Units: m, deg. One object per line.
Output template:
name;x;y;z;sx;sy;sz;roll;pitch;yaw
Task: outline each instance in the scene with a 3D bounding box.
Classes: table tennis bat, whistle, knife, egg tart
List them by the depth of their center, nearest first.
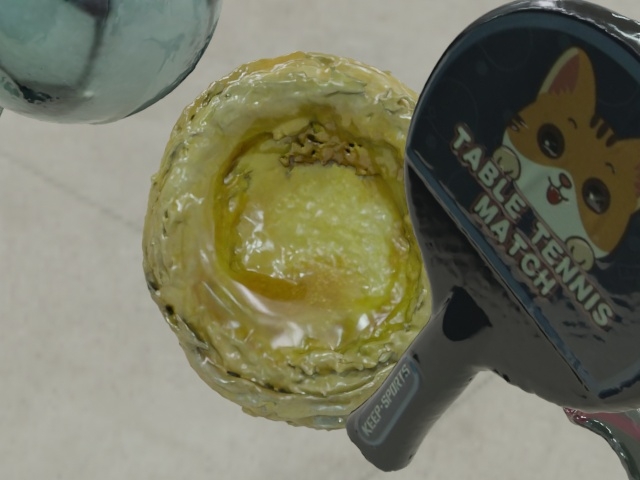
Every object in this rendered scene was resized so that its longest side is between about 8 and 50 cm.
table tennis bat;0.072;0.012;0.687;0.027;0.236;0.150;-19;64;-41
knife;0.140;0.087;0.906;0.035;0.018;0.247;-19;44;-10
whistle;-0.137;-0.111;0.927;0.164;0.289;0.163;17;45;-18
egg tart;0.000;0.000;1.397;0.288;0.288;0.118;15;8;10
